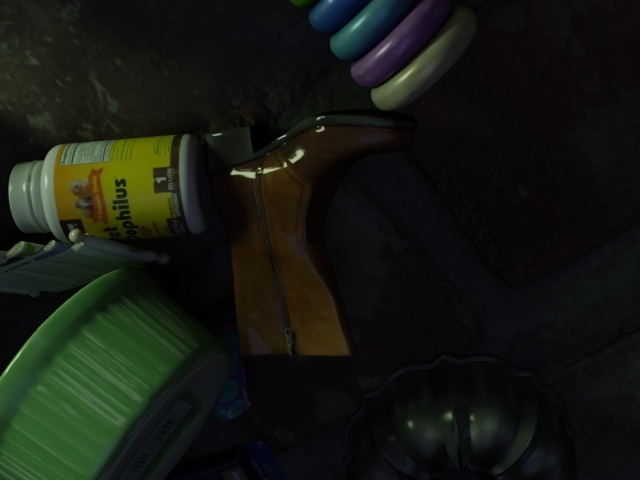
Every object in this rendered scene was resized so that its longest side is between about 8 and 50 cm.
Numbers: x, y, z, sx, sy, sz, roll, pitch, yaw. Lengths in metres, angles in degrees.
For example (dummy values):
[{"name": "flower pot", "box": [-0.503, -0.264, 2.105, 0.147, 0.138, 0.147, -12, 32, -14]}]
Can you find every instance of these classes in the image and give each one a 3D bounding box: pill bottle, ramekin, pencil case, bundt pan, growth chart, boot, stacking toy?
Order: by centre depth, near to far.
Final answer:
[{"name": "stacking toy", "box": [0.005, -0.291, 0.936, 0.330, 0.141, 0.141, 43, 110, -13]}, {"name": "boot", "box": [0.000, 0.000, 1.032, 0.264, 0.096, 0.280, -8, 98, 19]}, {"name": "pill bottle", "box": [-0.240, -0.057, 1.060, 0.215, 0.117, 0.117, -5, 116, 4]}, {"name": "ramekin", "box": [-0.239, 0.195, 1.063, 0.148, 0.303, 0.303, 34, 115, 13]}, {"name": "growth chart", "box": [-0.323, 0.032, 1.082, 0.237, 0.021, 0.172, -14, 160, 26]}, {"name": "pencil case", "box": [-0.124, 0.157, 1.194, 0.070, 0.064, 0.151, 9, 120, 22]}, {"name": "bundt pan", "box": [0.191, 0.320, 1.237, 0.331, 0.124, 0.330, 1, 116, 2]}]

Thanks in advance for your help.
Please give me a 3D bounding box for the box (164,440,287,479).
[{"name": "box", "box": [-0.157, 0.378, 1.324, 0.225, 0.036, 0.136, -22, 114, 11]}]
